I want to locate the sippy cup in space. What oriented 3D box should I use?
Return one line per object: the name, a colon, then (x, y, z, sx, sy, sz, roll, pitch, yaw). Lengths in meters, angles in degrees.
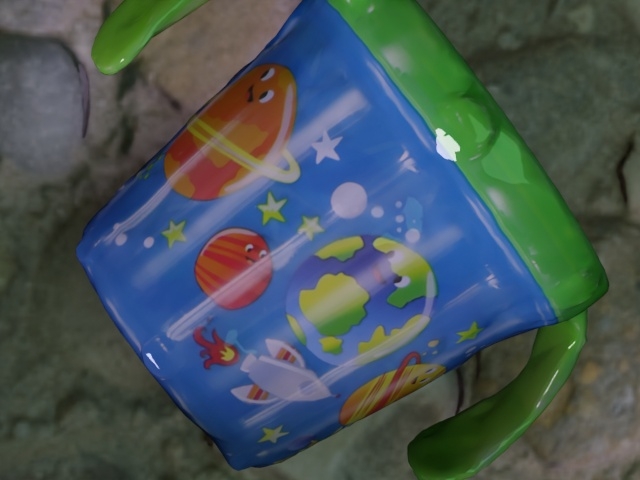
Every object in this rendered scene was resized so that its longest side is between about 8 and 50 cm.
sippy cup: (0.000, 0.000, 1.084, 0.224, 0.240, 0.305, -37, 83, 1)
